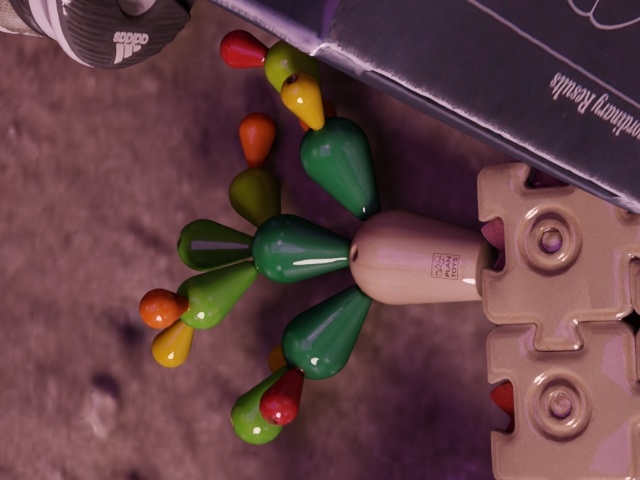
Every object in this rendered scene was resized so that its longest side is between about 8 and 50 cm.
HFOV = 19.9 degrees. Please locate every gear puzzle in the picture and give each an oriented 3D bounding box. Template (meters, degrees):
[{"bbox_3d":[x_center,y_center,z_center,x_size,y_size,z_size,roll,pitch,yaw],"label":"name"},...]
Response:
[{"bbox_3d":[0.165,0.123,0.860,0.175,0.044,0.339,-4,87,33],"label":"gear puzzle"}]

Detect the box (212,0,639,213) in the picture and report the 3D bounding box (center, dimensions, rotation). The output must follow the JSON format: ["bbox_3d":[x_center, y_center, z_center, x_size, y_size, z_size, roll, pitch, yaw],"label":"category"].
[{"bbox_3d":[0.092,-0.249,0.749,0.212,0.293,0.395,31,96,33],"label":"box"}]

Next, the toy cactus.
[{"bbox_3d":[0.000,0.000,0.953,0.180,0.112,0.219,5,82,25],"label":"toy cactus"}]

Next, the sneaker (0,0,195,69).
[{"bbox_3d":[-0.165,-0.342,1.036,0.257,0.169,0.448,20,101,32],"label":"sneaker"}]
